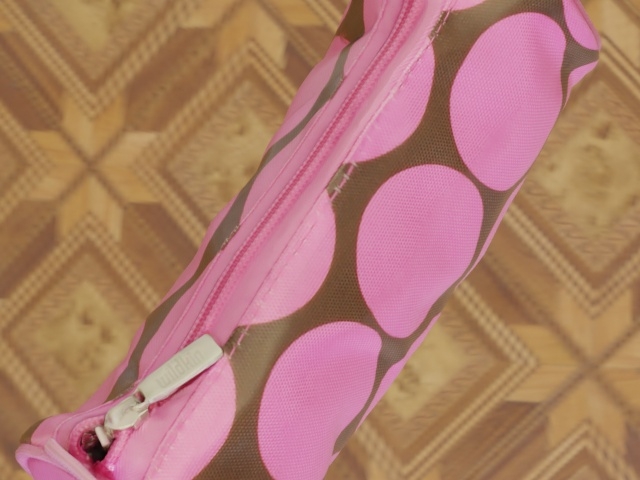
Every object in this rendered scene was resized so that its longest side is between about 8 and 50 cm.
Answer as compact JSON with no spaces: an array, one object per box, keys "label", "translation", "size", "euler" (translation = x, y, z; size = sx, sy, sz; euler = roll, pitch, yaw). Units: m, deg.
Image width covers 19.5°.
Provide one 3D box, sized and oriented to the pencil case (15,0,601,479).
[{"label":"pencil case","translation":[0.000,0.000,0.542],"size":[0.095,0.098,0.209],"euler":[21,72,34]}]
